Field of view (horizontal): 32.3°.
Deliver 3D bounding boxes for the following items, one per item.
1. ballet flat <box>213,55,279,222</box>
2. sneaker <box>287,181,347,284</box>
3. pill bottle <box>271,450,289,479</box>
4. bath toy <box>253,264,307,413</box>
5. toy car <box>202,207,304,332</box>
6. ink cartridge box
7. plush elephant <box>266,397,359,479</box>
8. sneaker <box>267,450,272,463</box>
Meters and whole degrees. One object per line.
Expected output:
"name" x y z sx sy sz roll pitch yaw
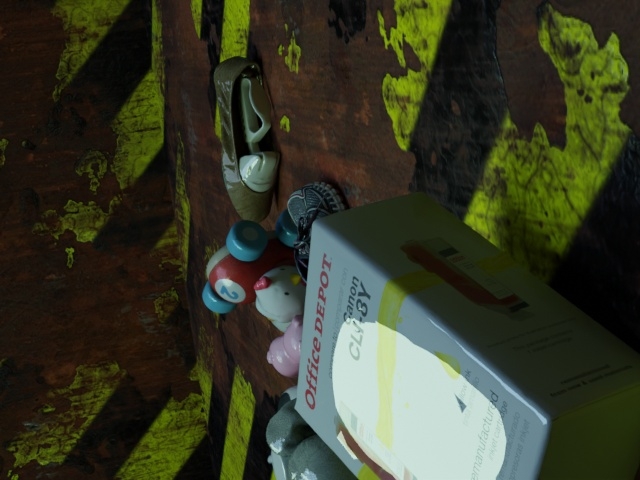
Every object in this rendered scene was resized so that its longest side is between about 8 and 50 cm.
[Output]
"ballet flat" -0.137 -0.207 2.232 0.124 0.116 0.342 -5 91 55
"sneaker" 0.000 0.000 1.843 0.299 0.112 0.120 -121 26 -52
"pill bottle" 0.018 0.368 1.876 0.112 0.187 0.112 170 90 -74
"bath toy" -0.028 0.189 1.807 0.129 0.151 0.348 41 -152 -61
"toy car" -0.077 0.103 2.053 0.238 0.210 0.219 58 144 24
"ink cartridge box" 0.142 0.163 1.178 0.385 0.160 0.279 42 136 44
"plush elephant" 0.062 0.350 1.564 0.272 0.256 0.330 -112 21 -52
"sneaker" -0.040 0.420 2.332 0.281 0.105 0.115 118 167 -67
